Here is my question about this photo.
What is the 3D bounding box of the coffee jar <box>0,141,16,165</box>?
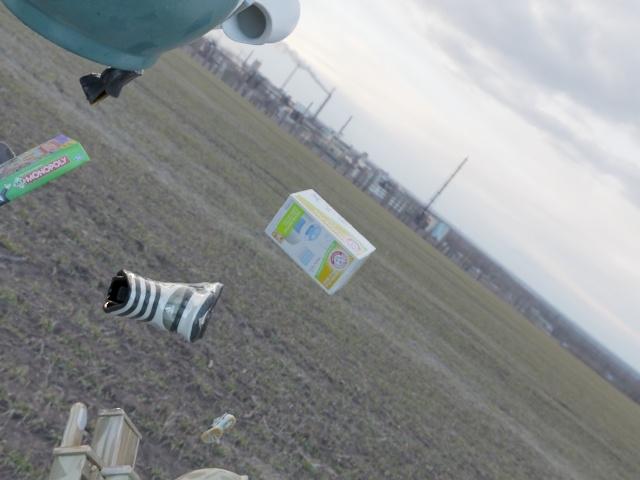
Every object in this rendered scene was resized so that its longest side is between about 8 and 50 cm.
[{"bbox_3d":[-0.837,-0.195,1.389,0.096,0.079,0.184,64,-22,-5],"label":"coffee jar"}]

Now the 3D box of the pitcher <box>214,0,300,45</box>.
[{"bbox_3d":[-0.144,-0.474,1.101,0.177,0.126,0.207,8,35,16],"label":"pitcher"}]

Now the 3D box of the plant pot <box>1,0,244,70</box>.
[{"bbox_3d":[-0.209,-0.305,0.532,0.293,0.196,0.293,30,30,-19],"label":"plant pot"}]

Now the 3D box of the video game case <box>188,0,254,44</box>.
[{"bbox_3d":[-0.102,-0.393,0.805,0.227,0.206,0.026,7,-37,54],"label":"video game case"}]

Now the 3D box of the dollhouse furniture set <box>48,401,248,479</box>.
[{"bbox_3d":[-0.213,0.377,0.899,0.303,0.355,0.174,85,1,-48],"label":"dollhouse furniture set"}]

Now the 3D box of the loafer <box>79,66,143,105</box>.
[{"bbox_3d":[-0.446,-0.339,1.138,0.062,0.170,0.061,-26,106,-58],"label":"loafer"}]

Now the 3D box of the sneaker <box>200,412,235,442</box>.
[{"bbox_3d":[-0.225,0.406,1.138,0.083,0.032,0.037,-25,23,-35],"label":"sneaker"}]

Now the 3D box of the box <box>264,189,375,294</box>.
[{"bbox_3d":[0.000,0.000,1.136,0.203,0.114,0.103,44,26,11],"label":"box"}]

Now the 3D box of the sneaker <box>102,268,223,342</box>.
[{"bbox_3d":[-0.407,0.146,1.382,0.257,0.169,0.447,22,-9,-5],"label":"sneaker"}]

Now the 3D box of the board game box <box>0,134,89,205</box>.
[{"bbox_3d":[-0.643,-0.159,1.163,0.317,0.213,0.046,21,-38,56],"label":"board game box"}]
